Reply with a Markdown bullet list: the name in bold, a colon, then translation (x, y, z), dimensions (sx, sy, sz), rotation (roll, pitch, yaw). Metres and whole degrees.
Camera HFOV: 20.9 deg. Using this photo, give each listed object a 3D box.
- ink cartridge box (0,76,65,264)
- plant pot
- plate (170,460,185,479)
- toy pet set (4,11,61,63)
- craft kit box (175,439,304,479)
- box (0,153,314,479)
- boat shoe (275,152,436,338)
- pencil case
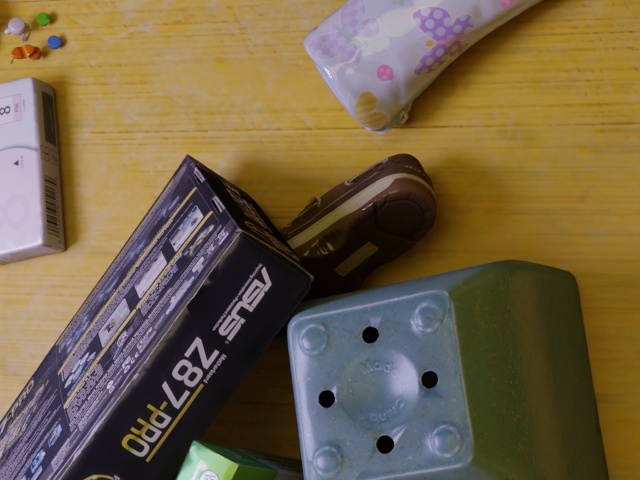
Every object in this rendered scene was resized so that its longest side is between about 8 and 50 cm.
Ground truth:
- **ink cartridge box**: translation (-0.390, -0.059, 1.867), dimensions (0.232, 0.066, 0.189), rotation (-11, 75, 16)
- **plant pot**: translation (0.093, 0.142, 1.514), dimensions (0.248, 0.252, 0.247), rotation (-12, 74, 19)
- **plate**: translation (-0.154, 0.302, 1.708), dimensions (0.188, 0.024, 0.188), rotation (-5, 77, 21)
- **toy pet set**: translation (-0.360, -0.232, 1.901), dimensions (0.114, 0.065, 0.122), rotation (-20, 71, -19)
- **craft kit box**: translation (-0.091, 0.309, 1.557), dimensions (0.061, 0.250, 0.247), rotation (22, 89, 26)
- **box**: translation (-0.182, 0.129, 1.608), dimensions (0.097, 0.318, 0.395), rotation (34, 94, -20)
- **boat shoe**: translation (0.005, 0.005, 1.683), dimensions (0.257, 0.095, 0.095), rotation (-31, 33, 21)
- **pencil case**: translation (0.115, -0.224, 1.660), dimensions (0.273, 0.113, 0.124), rotation (-40, 77, 11)
